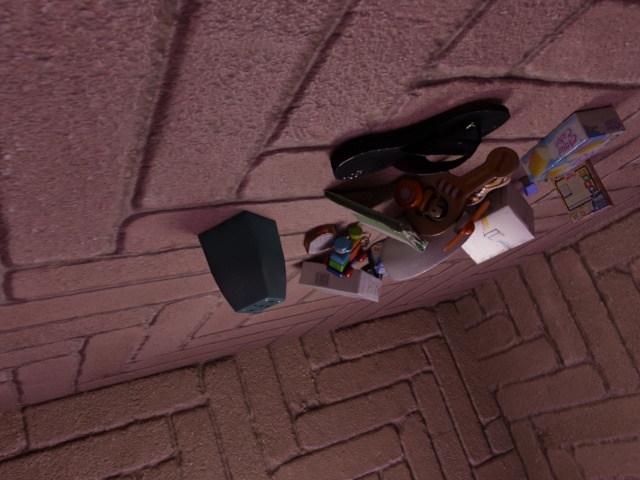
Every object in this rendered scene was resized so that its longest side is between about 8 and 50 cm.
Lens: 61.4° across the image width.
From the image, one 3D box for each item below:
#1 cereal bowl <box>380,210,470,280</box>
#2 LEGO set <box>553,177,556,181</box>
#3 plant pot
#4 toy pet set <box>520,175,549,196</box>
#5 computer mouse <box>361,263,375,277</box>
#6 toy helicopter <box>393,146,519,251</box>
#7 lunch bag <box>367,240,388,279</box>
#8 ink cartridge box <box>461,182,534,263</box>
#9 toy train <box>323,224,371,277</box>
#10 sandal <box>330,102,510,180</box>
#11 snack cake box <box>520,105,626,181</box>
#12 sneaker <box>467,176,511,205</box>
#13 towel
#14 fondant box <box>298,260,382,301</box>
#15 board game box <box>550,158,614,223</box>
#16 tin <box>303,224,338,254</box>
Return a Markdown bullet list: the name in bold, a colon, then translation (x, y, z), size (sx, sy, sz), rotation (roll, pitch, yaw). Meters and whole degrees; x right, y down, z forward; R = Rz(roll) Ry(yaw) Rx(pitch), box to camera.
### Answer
- **cereal bowl**: translation (0.335, -0.020, 1.806), size (0.339, 0.141, 0.339), rotation (-36, -172, 6)
- **LEGO set**: translation (0.847, -0.239, 1.949), size (0.023, 0.054, 0.083), rotation (14, 176, 24)
- **plant pot**: translation (-0.194, 0.072, 1.468), size (0.165, 0.234, 0.165), rotation (-25, 162, 20)
- **toy pet set**: translation (0.773, -0.210, 1.914), size (0.114, 0.065, 0.122), rotation (-26, 161, 22)
- **computer mouse**: translation (0.267, 0.133, 2.439), size (0.184, 0.060, 0.262), rotation (0, 155, -44)
- **toy helicopter**: translation (0.392, -0.125, 1.488), size (0.355, 0.235, 0.140), rotation (-35, 161, 34)
- **lunch bag**: translation (0.338, 0.052, 2.187), size (0.303, 0.115, 0.243), rotation (-18, 161, -8)
- **ink cartridge box**: translation (0.608, -0.066, 1.904), size (0.232, 0.168, 0.171), rotation (-32, -157, 36)
- **toy train**: translation (0.116, 0.001, 1.845), size (0.248, 0.105, 0.143), rotation (-47, 157, -36)
- **sandal**: translation (0.247, -0.208, 1.291), size (0.445, 0.107, 0.167), rotation (-18, 163, -4)
- **snack cake box**: translation (0.752, -0.285, 1.625), size (0.152, 0.089, 0.264), rotation (-12, 162, -19)
- **sneaker**: translation (0.522, -0.181, 1.752), size (0.185, 0.069, 0.084), rotation (-37, 147, 30)
- **towel**: translation (0.169, -0.049, 1.546), size (0.038, 0.248, 0.325), rotation (-64, 156, 1)
- **fondant box**: translation (0.087, 0.165, 2.120), size (0.238, 0.096, 0.330), rotation (8, 173, 21)
- **board game box**: translation (0.962, -0.181, 1.989), size (0.045, 0.193, 0.147), rotation (-4, 158, -41)
- **tin**: translation (0.000, 0.000, 1.794), size (0.106, 0.040, 0.190), rotation (-12, 162, -9)
